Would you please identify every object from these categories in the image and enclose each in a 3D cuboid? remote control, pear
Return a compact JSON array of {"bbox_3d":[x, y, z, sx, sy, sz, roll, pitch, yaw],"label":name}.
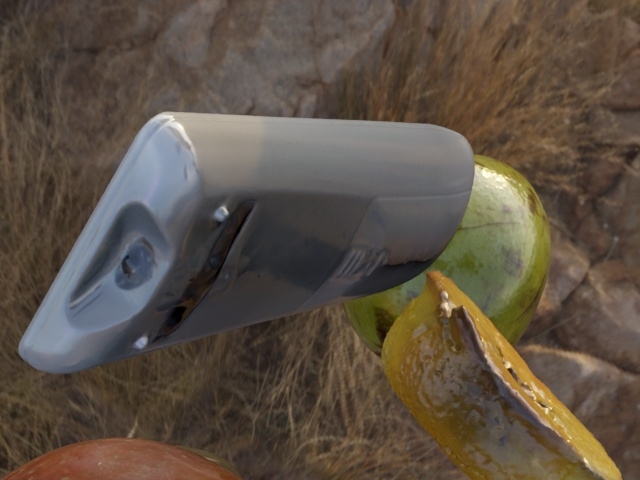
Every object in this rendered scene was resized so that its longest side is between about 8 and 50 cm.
[{"bbox_3d":[0.000,0.000,0.474,0.055,0.313,0.109,41,111,18],"label":"remote control"},{"bbox_3d":[0.140,0.022,1.190,0.283,0.283,0.283,3,65,-7],"label":"pear"}]

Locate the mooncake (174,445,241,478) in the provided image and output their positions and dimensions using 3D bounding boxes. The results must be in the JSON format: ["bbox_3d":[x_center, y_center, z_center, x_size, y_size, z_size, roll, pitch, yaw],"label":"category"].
[{"bbox_3d":[-0.184,0.338,1.136,0.235,0.117,0.235,4,79,-20],"label":"mooncake"}]

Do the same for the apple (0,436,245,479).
[{"bbox_3d":[-0.083,0.184,0.467,0.201,0.201,0.162,46,37,13],"label":"apple"}]

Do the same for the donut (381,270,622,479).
[{"bbox_3d":[0.115,0.112,0.683,0.074,0.174,0.190,-43,85,7],"label":"donut"}]
